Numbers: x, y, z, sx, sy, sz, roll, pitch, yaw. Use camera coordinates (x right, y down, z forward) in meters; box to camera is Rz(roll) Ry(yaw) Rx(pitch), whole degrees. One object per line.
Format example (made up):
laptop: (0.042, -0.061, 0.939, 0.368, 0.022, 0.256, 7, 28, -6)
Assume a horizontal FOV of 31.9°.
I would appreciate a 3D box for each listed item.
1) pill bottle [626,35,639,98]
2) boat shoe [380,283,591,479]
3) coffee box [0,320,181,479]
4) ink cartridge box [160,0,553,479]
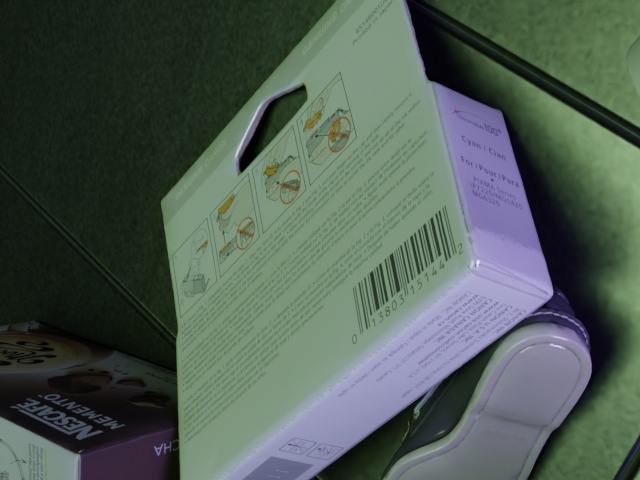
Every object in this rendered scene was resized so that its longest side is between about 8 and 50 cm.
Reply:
pill bottle: (0.244, -0.126, 0.442, 0.245, 0.136, 0.136, -47, 65, 36)
boat shoe: (0.094, 0.108, 0.677, 0.065, 0.075, 0.206, -84, 19, -52)
coffee box: (-0.209, 0.159, 0.875, 0.297, 0.168, 0.118, 13, 104, 42)
ink cartridge box: (0.000, 0.000, 0.733, 0.296, 0.066, 0.261, -43, 41, 37)
